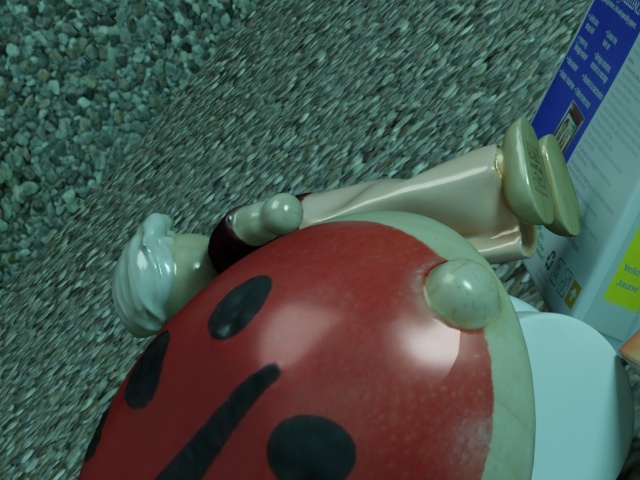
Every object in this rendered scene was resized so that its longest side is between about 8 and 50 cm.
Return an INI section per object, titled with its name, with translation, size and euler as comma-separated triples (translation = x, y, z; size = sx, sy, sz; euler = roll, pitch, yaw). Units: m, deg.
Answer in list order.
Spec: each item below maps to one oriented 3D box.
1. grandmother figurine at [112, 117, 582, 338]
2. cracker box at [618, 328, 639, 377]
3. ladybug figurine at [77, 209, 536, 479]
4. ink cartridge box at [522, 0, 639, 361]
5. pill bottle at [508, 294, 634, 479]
[grandmother figurine]
translation = 0.000, 0.000, 1.325
size = 0.342, 0.208, 0.104
euler = -16, 68, 22
[cracker box]
translation = 0.293, 0.062, 1.079
size = 0.156, 0.067, 0.232
euler = -44, 20, -4
[ladybug figurine]
translation = -0.036, 0.162, 1.145
size = 0.449, 0.162, 0.305
euler = -57, 47, 35
[ink cartridge box]
translation = 0.240, -0.104, 1.400
size = 0.307, 0.072, 0.303
euler = -63, 12, 15
[pill bottle]
translation = 0.079, 0.113, 1.274
size = 0.162, 0.162, 0.278
euler = -49, 19, -19
